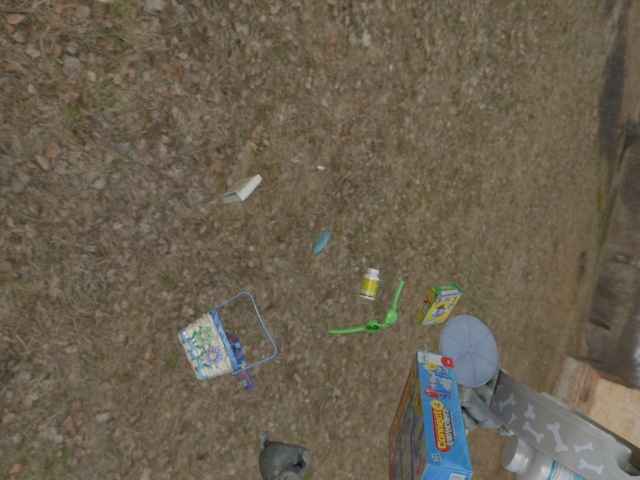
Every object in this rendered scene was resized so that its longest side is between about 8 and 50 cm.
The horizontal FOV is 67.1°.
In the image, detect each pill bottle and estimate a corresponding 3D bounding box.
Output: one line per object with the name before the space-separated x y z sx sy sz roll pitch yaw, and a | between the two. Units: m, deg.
pill bottle | 0.618 0.613 1.262 0.146 0.263 0.146 -62 171 -18
pill bottle | 0.192 0.168 1.871 0.065 0.065 0.117 18 85 -57

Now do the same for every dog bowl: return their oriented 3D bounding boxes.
dog bowl | 0.537 0.420 1.066 0.102 0.348 0.348 -61 146 -2

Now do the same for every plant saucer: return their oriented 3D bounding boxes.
plant saucer | 0.000 0.000 1.935 0.119 0.021 0.119 -49 163 -21

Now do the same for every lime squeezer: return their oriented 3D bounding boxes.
lime squeezer | 0.180 0.249 1.592 0.310 0.110 0.059 -33 160 -10

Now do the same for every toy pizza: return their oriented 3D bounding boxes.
toy pizza | 0.419 0.315 1.380 0.201 0.032 0.202 7 70 -21

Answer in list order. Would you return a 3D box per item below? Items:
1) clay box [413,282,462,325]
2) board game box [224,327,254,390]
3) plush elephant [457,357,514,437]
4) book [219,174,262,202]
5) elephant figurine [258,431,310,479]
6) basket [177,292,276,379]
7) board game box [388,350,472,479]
clay box | 0.470 0.271 1.948 0.127 0.053 0.222 -5 134 -24
board game box | -0.308 0.447 1.827 0.035 0.136 0.201 -19 108 -17
plush elephant | 0.547 0.586 1.785 0.272 0.255 0.330 -45 109 -34
book | -0.248 -0.160 1.500 0.096 0.144 0.035 -48 113 -25
elephant figurine | -0.106 0.696 1.339 0.239 0.185 0.170 -86 -172 -59
basket | -0.326 0.350 1.685 0.288 0.255 0.201 -25 170 -22
board game box | 0.225 0.462 1.063 0.302 0.086 0.309 -77 178 -61
